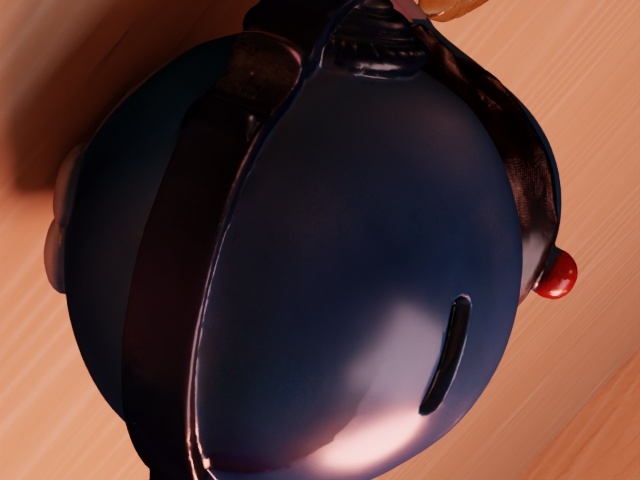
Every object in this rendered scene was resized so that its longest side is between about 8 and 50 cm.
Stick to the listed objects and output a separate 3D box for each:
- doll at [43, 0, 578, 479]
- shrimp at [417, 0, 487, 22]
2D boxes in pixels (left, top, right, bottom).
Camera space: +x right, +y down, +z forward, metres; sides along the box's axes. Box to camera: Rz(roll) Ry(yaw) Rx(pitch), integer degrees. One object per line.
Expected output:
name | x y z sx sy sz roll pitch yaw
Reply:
doll | 0.000 0.000 0.959 0.310 0.240 0.284 -16 124 -59
shrimp | 0.107 -0.187 1.076 0.091 0.043 0.184 -27 157 -38
